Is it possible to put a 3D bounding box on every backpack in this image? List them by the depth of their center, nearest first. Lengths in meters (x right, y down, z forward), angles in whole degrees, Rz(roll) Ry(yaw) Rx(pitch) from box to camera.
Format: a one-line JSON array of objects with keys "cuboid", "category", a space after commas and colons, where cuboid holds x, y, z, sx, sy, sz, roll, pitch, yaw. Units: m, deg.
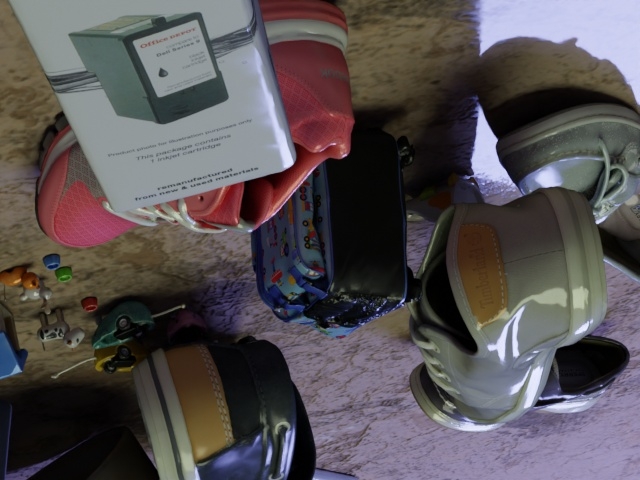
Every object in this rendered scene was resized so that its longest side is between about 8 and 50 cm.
[{"cuboid": [0.000, 0.000, 1.609, 0.117, 0.158, 0.173, 4, 162, -21], "category": "backpack"}]

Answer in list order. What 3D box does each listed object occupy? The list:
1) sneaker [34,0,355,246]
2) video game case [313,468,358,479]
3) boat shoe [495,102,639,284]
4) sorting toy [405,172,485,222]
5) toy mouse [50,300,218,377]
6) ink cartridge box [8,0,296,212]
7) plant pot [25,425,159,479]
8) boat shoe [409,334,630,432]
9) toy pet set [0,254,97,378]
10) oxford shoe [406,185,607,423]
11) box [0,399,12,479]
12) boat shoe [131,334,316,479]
[{"cuboid": [-0.099, -0.054, 1.440, 0.314, 0.136, 0.116, -33, 150, 33], "category": "sneaker"}, {"cuboid": [-0.051, 0.317, 2.402, 0.143, 0.019, 0.157, -29, 152, 27], "category": "video game case"}, {"cuboid": [0.257, -0.035, 1.737, 0.118, 0.103, 0.320, -25, 154, 19], "category": "boat shoe"}, {"cuboid": [0.099, -0.029, 1.734, 0.075, 0.044, 0.083, -13, 170, 26], "category": "sorting toy"}, {"cuboid": [-0.157, 0.080, 1.815, 0.161, 0.031, 0.143, -2, 153, -28], "category": "toy mouse"}, {"cuboid": [-0.109, -0.177, 1.084, 0.122, 0.211, 0.289, -15, 155, 0], "category": "ink cartridge box"}, {"cuboid": [-0.241, 0.394, 1.977, 0.323, 0.280, 0.323, -36, -172, 6], "category": "plant pot"}, {"cuboid": [0.219, 0.140, 2.102, 0.285, 0.102, 0.092, 0, 146, -40], "category": "boat shoe"}, {"cuboid": [-0.257, 0.079, 1.711, 0.114, 0.065, 0.122, -19, 155, 6], "category": "toy pet set"}, {"cuboid": [0.133, 0.060, 1.664, 0.130, 0.169, 0.449, -10, 167, -7], "category": "oxford shoe"}, {"cuboid": [-0.428, 0.303, 1.743, 0.183, 0.296, 0.294, 20, 144, -31], "category": "box"}, {"cuboid": [-0.082, 0.220, 1.965, 0.156, 0.186, 0.500, -17, 159, -5], "category": "boat shoe"}]
